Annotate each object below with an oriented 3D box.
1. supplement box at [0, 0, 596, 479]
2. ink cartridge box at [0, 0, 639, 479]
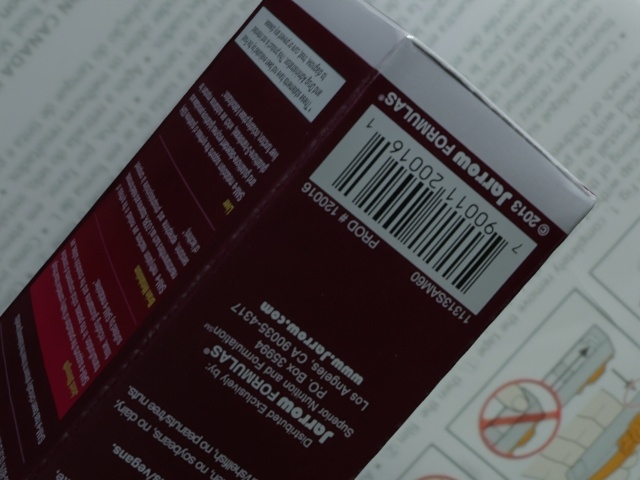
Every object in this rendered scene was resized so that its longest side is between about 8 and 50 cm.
[{"bbox_3d":[-0.045,0.042,0.524,0.073,0.239,0.130,39,6,-21],"label":"supplement box"},{"bbox_3d":[-0.008,0.019,0.644,0.385,0.308,0.091,41,5,-23],"label":"ink cartridge box"}]
